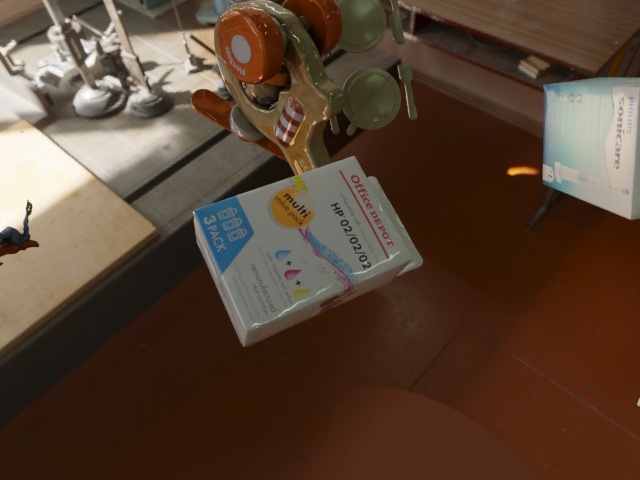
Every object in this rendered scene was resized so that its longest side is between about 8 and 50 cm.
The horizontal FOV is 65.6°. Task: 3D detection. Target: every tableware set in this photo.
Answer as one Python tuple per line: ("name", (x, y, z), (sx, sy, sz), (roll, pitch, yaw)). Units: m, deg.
("tableware set", (0.061, -0.255, 0.716), (0.128, 0.039, 0.194), (-11, 95, -6))

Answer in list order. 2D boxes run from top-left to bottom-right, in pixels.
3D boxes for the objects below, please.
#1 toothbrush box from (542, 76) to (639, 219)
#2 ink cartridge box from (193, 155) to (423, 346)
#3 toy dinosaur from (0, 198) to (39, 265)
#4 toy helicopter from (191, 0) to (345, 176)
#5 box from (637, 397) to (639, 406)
("toothbrush box", (0.544, -0.186, 0.924), (0.126, 0.217, 0.295), (-8, 18, -1))
("ink cartridge box", (0.000, 0.000, 0.413), (0.181, 0.062, 0.104), (-22, 73, -19))
("toy dinosaur", (-0.298, 0.004, 0.474), (0.047, 0.082, 0.090), (-20, 65, 0))
("toy helicopter", (-0.045, -0.142, 0.689), (0.234, 0.355, 0.140), (-6, 26, 49))
("box", (0.491, 0.197, 0.635), (0.101, 0.087, 0.101), (-1, 22, -33))
